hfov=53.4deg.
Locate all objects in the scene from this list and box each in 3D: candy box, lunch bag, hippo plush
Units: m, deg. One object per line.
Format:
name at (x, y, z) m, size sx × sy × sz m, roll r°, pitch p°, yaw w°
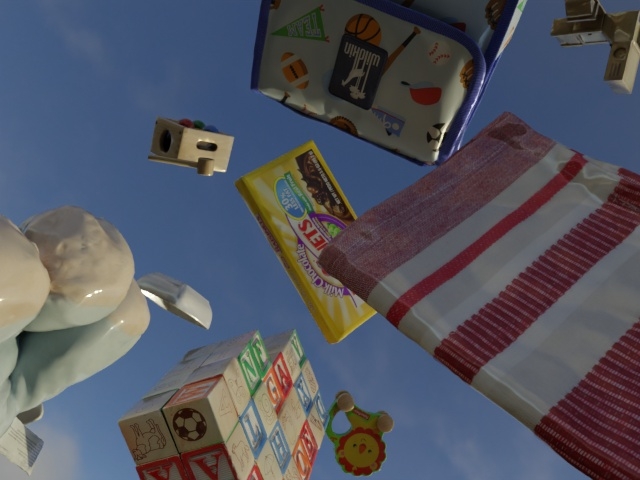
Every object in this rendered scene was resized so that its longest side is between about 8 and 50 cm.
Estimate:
candy box at (0.000, 0.000, 0.706) m, size 0.205 × 0.105 × 0.027 m, roll 59°, pitch -28°, yaw -5°
lunch bag at (0.110, -0.327, 0.889) m, size 0.328 × 0.239 × 0.385 m, roll 26°, pitch -82°, yaw 11°
hippo plush at (-0.284, 0.029, 0.467) m, size 0.236 × 0.234 × 0.294 m, roll 46°, pitch -35°, yaw 19°

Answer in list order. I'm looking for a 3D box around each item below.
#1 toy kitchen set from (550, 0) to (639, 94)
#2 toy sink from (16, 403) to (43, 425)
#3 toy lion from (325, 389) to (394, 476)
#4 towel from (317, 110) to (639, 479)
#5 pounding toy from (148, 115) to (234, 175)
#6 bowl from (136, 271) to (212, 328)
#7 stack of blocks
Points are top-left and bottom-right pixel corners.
toy kitchen set at (0.264, -0.193, 0.632) m, size 0.083 × 0.075 × 0.068 m, roll 10°, pitch -8°, yaw 42°
toy sink at (-0.556, 0.259, 0.983) m, size 0.152 × 0.234 × 0.131 m, roll 63°, pitch -22°, yaw 18°
toy lion at (0.048, 0.268, 0.868) m, size 0.100 × 0.096 × 0.034 m, roll 30°, pitch -5°, yaw -5°
towel at (0.188, 0.029, 0.464) m, size 0.329 × 0.237 × 0.037 m, roll 37°, pitch -26°, yaw 37°
pounding toy at (-0.276, -0.204, 1.345) m, size 0.206 × 0.181 × 0.094 m, roll 27°, pitch -73°, yaw 45°
bowl at (-0.288, 0.115, 1.279) m, size 0.142 × 0.053 × 0.142 m, roll 19°, pitch -19°, yaw 34°
stack of blocks at (-0.080, 0.190, 0.678) m, size 0.087 × 0.297 × 0.171 m, roll -18°, pitch -83°, yaw 13°
